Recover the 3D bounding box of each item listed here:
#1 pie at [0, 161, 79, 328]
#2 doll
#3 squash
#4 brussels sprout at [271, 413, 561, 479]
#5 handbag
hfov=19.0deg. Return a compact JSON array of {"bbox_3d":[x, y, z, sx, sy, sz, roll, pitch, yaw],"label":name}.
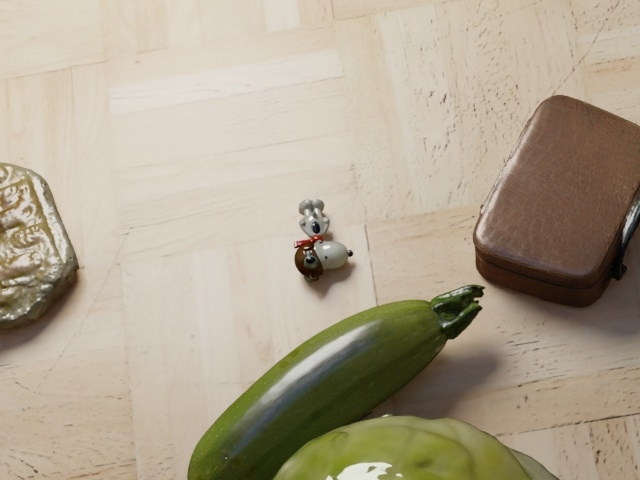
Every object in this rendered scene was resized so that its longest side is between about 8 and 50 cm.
[{"bbox_3d":[-0.342,0.009,1.927,0.195,0.046,0.195,-3,60,5],"label":"pie"},{"bbox_3d":[-0.007,-0.001,1.887,0.058,0.040,0.085,-21,64,-18],"label":"doll"},{"bbox_3d":[0.010,0.132,1.786,0.341,0.094,0.094,-36,63,-9],"label":"squash"},{"bbox_3d":[0.082,0.288,1.613,0.316,0.243,0.274,13,40,18],"label":"brussels sprout"},{"bbox_3d":[0.243,-0.034,1.851,0.151,0.072,0.193,24,66,19],"label":"handbag"}]
